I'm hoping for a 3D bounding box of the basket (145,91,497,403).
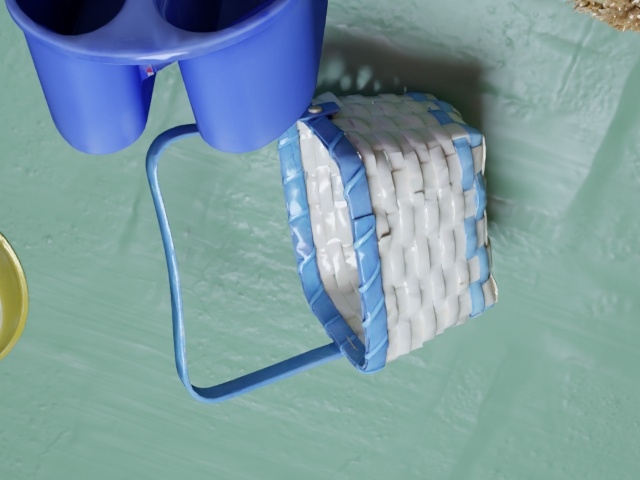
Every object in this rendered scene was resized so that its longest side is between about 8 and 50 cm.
[{"bbox_3d":[0.000,0.000,1.477,0.289,0.201,0.255,-15,118,-20],"label":"basket"}]

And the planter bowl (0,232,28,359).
[{"bbox_3d":[-0.403,0.066,1.642,0.217,0.090,0.217,3,116,6],"label":"planter bowl"}]

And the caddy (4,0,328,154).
[{"bbox_3d":[-0.113,-0.222,1.334,0.241,0.341,0.179,-1,134,7],"label":"caddy"}]

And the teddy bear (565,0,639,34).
[{"bbox_3d":[0.371,-0.194,1.416,0.338,0.113,0.245,19,111,6],"label":"teddy bear"}]
